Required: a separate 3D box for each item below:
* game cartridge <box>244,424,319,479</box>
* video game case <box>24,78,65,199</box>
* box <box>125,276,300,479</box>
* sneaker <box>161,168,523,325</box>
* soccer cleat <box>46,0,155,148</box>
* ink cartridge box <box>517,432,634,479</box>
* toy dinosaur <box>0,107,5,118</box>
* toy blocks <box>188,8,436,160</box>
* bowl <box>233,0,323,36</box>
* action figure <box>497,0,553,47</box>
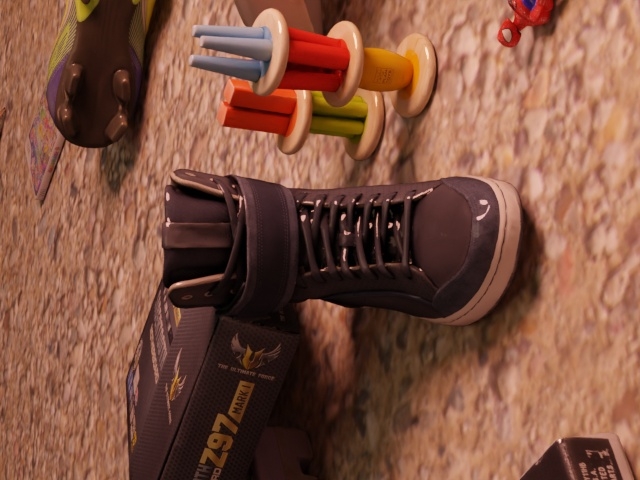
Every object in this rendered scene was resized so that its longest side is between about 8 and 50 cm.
[{"bbox_3d":[-0.036,0.330,1.089,0.230,0.068,0.355,-55,38,39],"label":"game cartridge"},{"bbox_3d":[-0.283,-0.115,1.748,0.087,0.011,0.122,-109,34,-41],"label":"video game case"},{"bbox_3d":[-0.080,0.082,1.153,0.233,0.059,0.183,-107,36,-64],"label":"box"},{"bbox_3d":[0.000,0.002,0.955,0.226,0.163,0.086,-13,72,62],"label":"sneaker"},{"bbox_3d":[-0.184,-0.223,1.468,0.121,0.093,0.289,-119,41,-60],"label":"soccer cleat"},{"bbox_3d":[0.110,0.234,0.813,0.208,0.045,0.206,120,145,-44],"label":"ink cartridge box"},{"bbox_3d":[-0.393,-0.112,1.953,0.093,0.053,0.183,98,167,-45],"label":"toy dinosaur"},{"bbox_3d":[-0.022,-0.095,1.031,0.123,0.148,0.054,-39,51,56],"label":"toy blocks"},{"bbox_3d":[-0.035,-0.203,1.113,0.142,0.053,0.142,67,-162,-71],"label":"bowl"},{"bbox_3d":[0.117,-0.156,0.892,0.038,0.030,0.115,51,132,50],"label":"action figure"}]
